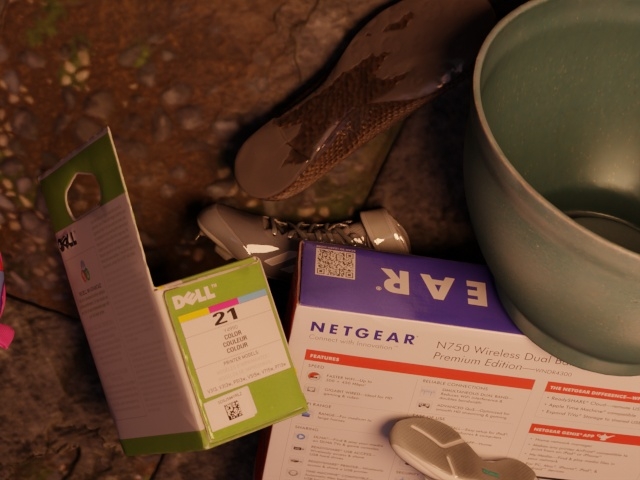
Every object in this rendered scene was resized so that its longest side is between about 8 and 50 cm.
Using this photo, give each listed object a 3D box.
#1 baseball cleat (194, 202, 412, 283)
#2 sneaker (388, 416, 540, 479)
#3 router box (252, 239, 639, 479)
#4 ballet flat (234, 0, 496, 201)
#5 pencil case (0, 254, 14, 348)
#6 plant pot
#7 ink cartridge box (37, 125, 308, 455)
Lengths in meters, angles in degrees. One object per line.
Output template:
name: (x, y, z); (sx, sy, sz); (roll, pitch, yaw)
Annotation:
baseball cleat: (0.000, 0.000, 1.092); (0.206, 0.072, 0.109); (28, 110, -22)
sneaker: (0.112, 0.197, 1.054); (0.152, 0.053, 0.061); (30, 127, -22)
router box: (0.123, 0.158, 1.110); (0.336, 0.082, 0.301); (8, 130, -5)
ballet flat: (0.037, -0.114, 1.033); (0.250, 0.058, 0.084); (-38, 74, 16)
pencil case: (-0.393, 0.048, 1.122); (0.236, 0.104, 0.104); (2, 118, 4)
plant pot: (0.234, -0.022, 0.954); (0.293, 0.293, 0.196); (11, 137, -2)
ink cartridge box: (-0.127, 0.040, 1.050); (0.097, 0.189, 0.255); (-17, 88, -30)
